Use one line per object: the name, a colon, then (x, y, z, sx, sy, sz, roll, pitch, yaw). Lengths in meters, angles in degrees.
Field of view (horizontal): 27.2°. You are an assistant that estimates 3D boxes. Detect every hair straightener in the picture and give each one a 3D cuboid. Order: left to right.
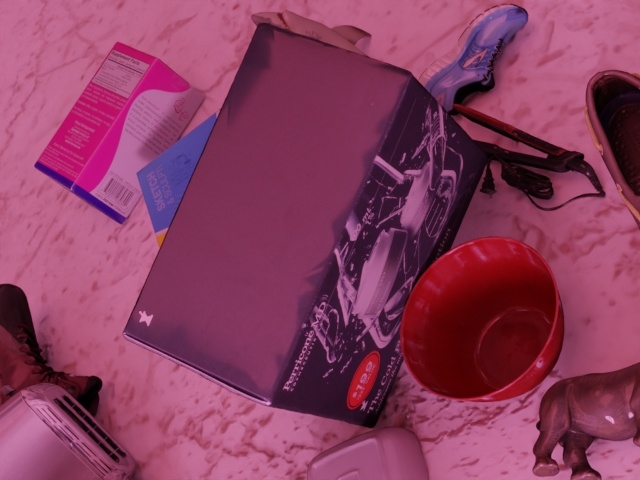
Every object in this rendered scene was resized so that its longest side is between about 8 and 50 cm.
hair straightener: (0.223, -0.082, 1.510, 0.230, 0.047, 0.089, 29, 91, 38)

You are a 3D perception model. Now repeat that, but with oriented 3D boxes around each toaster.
toaster: (-0.330, 0.281, 1.615, 0.227, 0.129, 0.146, 45, 92, 4)

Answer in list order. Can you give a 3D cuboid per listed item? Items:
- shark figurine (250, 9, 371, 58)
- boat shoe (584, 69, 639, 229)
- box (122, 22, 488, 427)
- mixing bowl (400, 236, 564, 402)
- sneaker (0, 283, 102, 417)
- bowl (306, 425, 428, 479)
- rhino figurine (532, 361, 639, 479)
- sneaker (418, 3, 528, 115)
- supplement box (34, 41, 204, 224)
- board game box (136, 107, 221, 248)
shark figurine: (0.038, -0.184, 1.686, 0.278, 0.166, 0.116, 46, 122, 26)
boat shoe: (0.363, -0.050, 1.340, 0.117, 0.097, 0.324, -35, 49, 15)
box: (0.000, 0.000, 1.382, 0.179, 0.312, 0.343, 22, 88, 24)
mixing bowl: (0.186, 0.098, 1.385, 0.181, 0.098, 0.181, -19, 54, 28)
sneaker: (-0.363, 0.174, 1.764, 0.163, 0.106, 0.281, -18, 64, 20)
bowl: (0.044, 0.273, 1.421, 0.142, 0.053, 0.142, -27, 51, 24)
rhino figurine: (0.318, 0.158, 1.268, 0.243, 0.073, 0.106, -19, 46, 24)
sneaker: (0.196, -0.215, 1.601, 0.162, 0.063, 0.073, -47, 64, 11)
supplement box: (-0.284, -0.154, 1.876, 0.114, 0.111, 0.220, 29, 83, 44)
board game box: (-0.096, -0.034, 1.697, 0.242, 0.064, 0.316, -36, 49, 14)
